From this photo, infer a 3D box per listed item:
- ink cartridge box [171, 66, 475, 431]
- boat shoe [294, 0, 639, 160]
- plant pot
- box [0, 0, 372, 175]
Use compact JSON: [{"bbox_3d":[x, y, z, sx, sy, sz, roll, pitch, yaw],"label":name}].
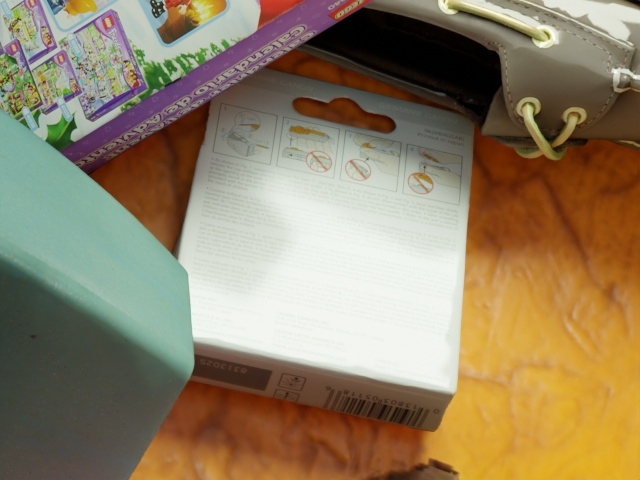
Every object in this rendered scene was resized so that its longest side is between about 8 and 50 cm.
[{"bbox_3d":[0.000,0.000,1.008,0.145,0.045,0.179,12,51,-7],"label":"ink cartridge box"},{"bbox_3d":[0.097,-0.096,1.015,0.324,0.116,0.097,26,72,2],"label":"boat shoe"},{"bbox_3d":[-0.180,0.026,0.860,0.234,0.166,0.165,26,108,-15],"label":"plant pot"},{"bbox_3d":[-0.125,-0.196,0.982,0.201,0.057,0.293,-30,78,14],"label":"box"}]
